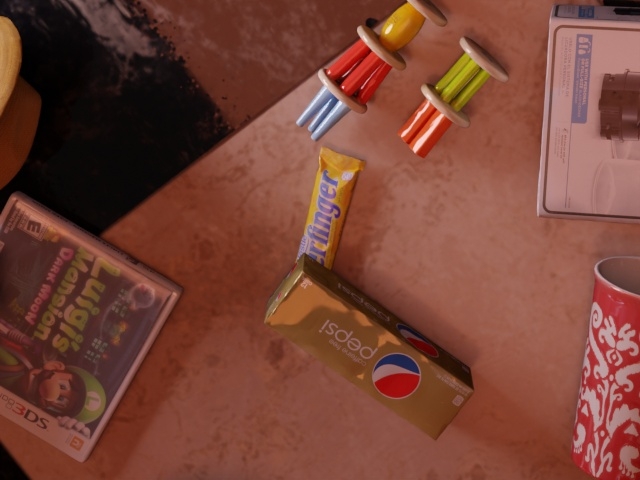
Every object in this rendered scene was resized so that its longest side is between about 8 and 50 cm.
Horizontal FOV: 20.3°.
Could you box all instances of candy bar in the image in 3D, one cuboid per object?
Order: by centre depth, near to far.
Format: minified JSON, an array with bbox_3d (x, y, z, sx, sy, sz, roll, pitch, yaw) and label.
[{"bbox_3d":[0.000,0.000,1.535,0.040,0.018,0.161,16,104,5],"label":"candy bar"}]

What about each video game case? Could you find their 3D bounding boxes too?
[{"bbox_3d":[-0.240,0.079,1.588,0.173,0.022,0.190,31,106,0],"label":"video game case"}]

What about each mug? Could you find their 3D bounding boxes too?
[{"bbox_3d":[0.281,0.116,1.466,0.150,0.113,0.169,21,112,31],"label":"mug"}]

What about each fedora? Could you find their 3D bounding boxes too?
[{"bbox_3d":[-0.297,-0.094,1.508,0.079,0.194,0.194,31,110,-39],"label":"fedora"}]

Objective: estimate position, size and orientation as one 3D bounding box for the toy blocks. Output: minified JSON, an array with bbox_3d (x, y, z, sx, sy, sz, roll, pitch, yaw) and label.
[{"bbox_3d":[0.063,-0.120,1.477,0.123,0.054,0.148,42,106,-2],"label":"toy blocks"}]

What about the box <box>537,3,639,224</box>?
[{"bbox_3d":[0.323,-0.097,1.426,0.290,0.087,0.169,5,104,7],"label":"box"}]

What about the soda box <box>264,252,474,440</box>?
[{"bbox_3d":[0.041,0.089,1.515,0.181,0.061,0.058,34,103,-8],"label":"soda box"}]
